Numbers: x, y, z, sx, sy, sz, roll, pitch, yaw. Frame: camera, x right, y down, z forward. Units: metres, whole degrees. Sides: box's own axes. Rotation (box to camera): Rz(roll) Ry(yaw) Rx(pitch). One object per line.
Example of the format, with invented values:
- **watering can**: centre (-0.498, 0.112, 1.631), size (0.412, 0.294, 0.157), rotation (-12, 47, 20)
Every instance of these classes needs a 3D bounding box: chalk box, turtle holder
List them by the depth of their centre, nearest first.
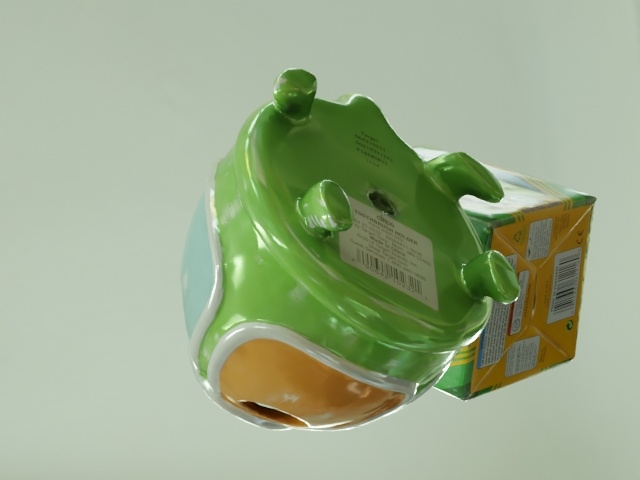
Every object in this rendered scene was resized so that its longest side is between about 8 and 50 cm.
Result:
- **turtle holder**: centre (-0.011, 0.003, 1.209), size (0.243, 0.227, 0.320), rotation (7, -138, -44)
- **chalk box**: centre (0.098, 0.015, 1.522), size (0.179, 0.289, 0.180), rotation (-13, -66, -45)
